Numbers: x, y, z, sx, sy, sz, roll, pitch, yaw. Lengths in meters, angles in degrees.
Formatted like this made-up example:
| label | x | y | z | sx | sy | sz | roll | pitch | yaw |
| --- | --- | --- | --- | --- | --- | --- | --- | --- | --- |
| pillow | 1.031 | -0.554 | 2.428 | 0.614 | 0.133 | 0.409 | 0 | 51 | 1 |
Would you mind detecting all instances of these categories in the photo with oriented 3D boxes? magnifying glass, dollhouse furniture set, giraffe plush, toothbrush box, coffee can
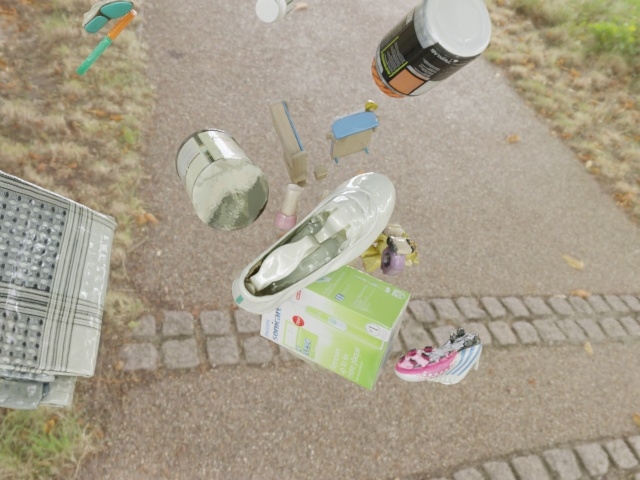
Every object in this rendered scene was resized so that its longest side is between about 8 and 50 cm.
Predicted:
| label | x | y | z | sx | sy | sz | roll | pitch | yaw |
| --- | --- | --- | --- | --- | --- | --- | --- | --- | --- |
| magnifying glass | -0.551 | -0.506 | 1.386 | 0.026 | 0.231 | 0.092 | 40 | 28 | -28 |
| dollhouse furniture set | 0.021 | -0.344 | 1.716 | 0.303 | 0.286 | 0.198 | -19 | 75 | -6 |
| giraffe plush | 0.261 | 0.026 | 1.929 | 0.170 | 0.182 | 0.210 | 7 | -7 | -41 |
| toothbrush box | 0.025 | 0.161 | 1.165 | 0.283 | 0.206 | 0.122 | 25 | 42 | 16 |
| coffee can | -0.277 | -0.172 | 1.484 | 0.201 | 0.202 | 0.275 | 2 | 25 | -25 |

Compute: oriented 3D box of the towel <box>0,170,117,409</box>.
| label | x | y | z | sx | sy | sz | roll | pitch | yaw |
| --- | --- | --- | --- | --- | --- | --- | --- | --- | --- |
| towel | -0.445 | 0.060 | 0.750 | 0.312 | 0.056 | 0.325 | 29 | 56 | -47 |

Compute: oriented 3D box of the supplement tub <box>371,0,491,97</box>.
| label | x | y | z | sx | sy | sz | roll | pitch | yaw |
| --- | --- | --- | --- | --- | --- | --- | --- | --- | --- |
| supplement tub | 0.266 | -0.491 | 1.381 | 0.193 | 0.194 | 0.316 | 5 | -8 | -21 |

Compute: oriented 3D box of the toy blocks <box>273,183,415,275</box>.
| label | x | y | z | sx | sy | sz | roll | pitch | yaw |
| --- | --- | --- | --- | --- | --- | --- | --- | --- | --- |
| toy blocks | 0.035 | 0.037 | 1.485 | 0.308 | 0.260 | 0.289 | 5 | 33 | -20 |

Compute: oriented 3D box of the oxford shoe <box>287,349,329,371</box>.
| label | x | y | z | sx | sy | sz | roll | pitch | yaw |
| --- | --- | --- | --- | --- | --- | --- | --- | --- | --- |
| oxford shoe | -0.073 | 0.258 | 1.574 | 0.397 | 0.146 | 0.141 | 51 | 24 | -22 |

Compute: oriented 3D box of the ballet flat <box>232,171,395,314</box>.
| label | x | y | z | sx | sy | sz | roll | pitch | yaw |
| --- | --- | --- | --- | --- | --- | --- | --- | --- | --- |
| ballet flat | 0.000 | 0.000 | 1.042 | 0.400 | 0.139 | 0.139 | -38 | 51 | -10 |

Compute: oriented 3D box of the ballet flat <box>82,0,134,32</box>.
| label | x | y | z | sx | sy | sz | roll | pitch | yaw |
| --- | --- | --- | --- | --- | --- | --- | --- | --- | --- |
| ballet flat | -0.511 | -0.552 | 1.286 | 0.168 | 0.053 | 0.057 | -14 | -13 | 28 |

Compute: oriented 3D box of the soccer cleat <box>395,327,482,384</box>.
| label | x | y | z | sx | sy | sz | roll | pitch | yaw |
| --- | --- | --- | --- | --- | --- | --- | --- | --- | --- |
| soccer cleat | 0.352 | 0.367 | 1.554 | 0.331 | 0.143 | 0.116 | -13 | 17 | -34 |

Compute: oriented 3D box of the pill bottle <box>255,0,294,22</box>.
| label | x | y | z | sx | sy | sz | roll | pitch | yaw |
| --- | --- | --- | --- | --- | --- | --- | --- | --- | --- |
| pill bottle | -0.161 | -0.818 | 1.872 | 0.107 | 0.108 | 0.180 | 18 | 35 | 1 |
